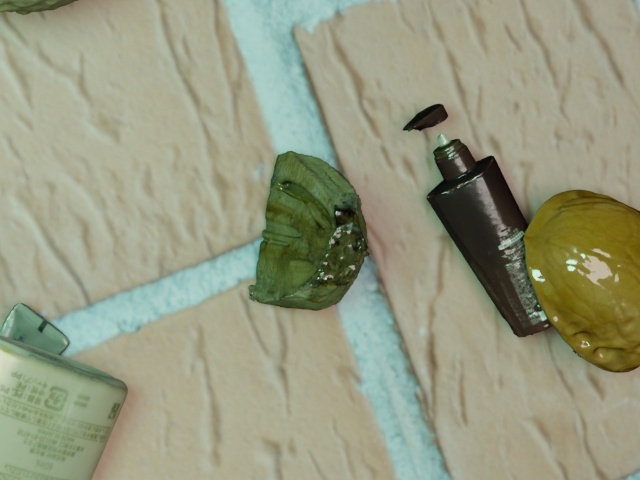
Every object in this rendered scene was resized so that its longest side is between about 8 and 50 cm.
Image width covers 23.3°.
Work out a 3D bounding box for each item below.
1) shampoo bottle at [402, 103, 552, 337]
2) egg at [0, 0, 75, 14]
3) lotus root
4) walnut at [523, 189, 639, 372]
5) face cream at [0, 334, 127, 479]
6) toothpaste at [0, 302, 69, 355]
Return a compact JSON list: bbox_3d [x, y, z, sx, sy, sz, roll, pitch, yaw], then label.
[{"bbox_3d":[0.154,-0.020,1.460,0.067,0.068,0.236,-24,102,29],"label":"shampoo bottle"},{"bbox_3d":[-0.246,-0.337,1.219,0.279,0.279,0.310,6,99,-19],"label":"egg"},{"bbox_3d":[0.003,0.002,1.377,0.070,0.144,0.143,12,96,-27],"label":"lotus root"},{"bbox_3d":[0.291,0.035,1.463,0.211,0.087,0.167,27,67,-34],"label":"walnut"},{"bbox_3d":[-0.288,0.257,1.287,0.173,0.081,0.348,26,85,-49],"label":"face cream"},{"bbox_3d":[-0.299,0.156,1.326,0.064,0.041,0.218,42,76,-30],"label":"toothpaste"}]
